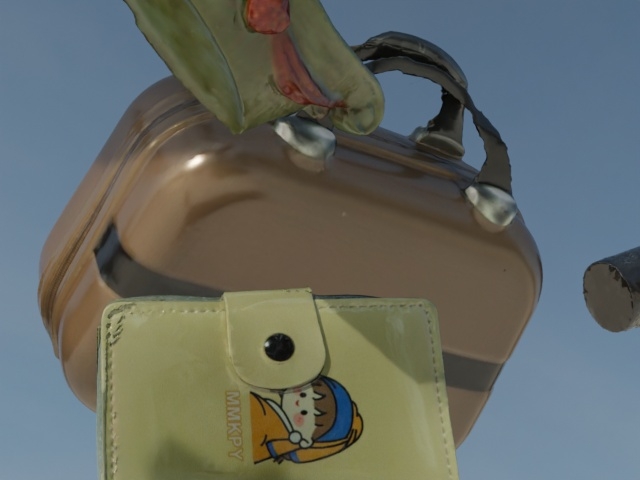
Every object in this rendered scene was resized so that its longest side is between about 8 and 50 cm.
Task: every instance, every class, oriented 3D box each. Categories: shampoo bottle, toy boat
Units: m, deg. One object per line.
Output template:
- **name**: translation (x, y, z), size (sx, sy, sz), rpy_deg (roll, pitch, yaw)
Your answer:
- **shampoo bottle**: translation (0.303, 0.021, 0.919), size (0.207, 0.057, 0.064), rpy_deg (-15, -54, -24)
- **toy boat**: translation (-0.034, -0.103, 0.470), size (0.089, 0.071, 0.185), rpy_deg (16, -36, 50)

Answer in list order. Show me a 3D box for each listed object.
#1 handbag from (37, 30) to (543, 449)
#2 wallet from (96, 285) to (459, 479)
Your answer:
- **handbag**: translation (0.000, 0.000, 0.744), size (0.301, 0.149, 0.283), rpy_deg (19, -69, -28)
- **wallet**: translation (-0.021, 0.076, 0.522), size (0.155, 0.110, 0.039), rpy_deg (0, -21, -12)
